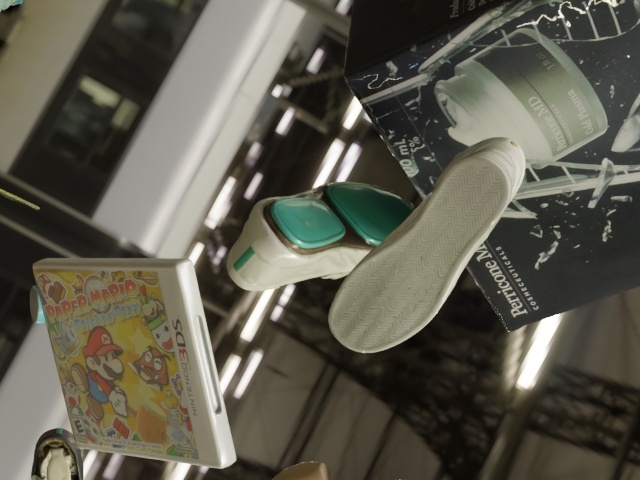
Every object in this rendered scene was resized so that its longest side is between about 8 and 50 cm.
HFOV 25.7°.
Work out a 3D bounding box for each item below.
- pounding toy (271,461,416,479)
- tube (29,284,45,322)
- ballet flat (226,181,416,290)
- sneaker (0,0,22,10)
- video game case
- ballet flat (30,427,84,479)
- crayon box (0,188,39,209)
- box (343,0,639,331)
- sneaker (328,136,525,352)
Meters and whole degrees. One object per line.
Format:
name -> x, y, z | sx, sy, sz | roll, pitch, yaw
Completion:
pounding toy -> 0.085, 0.305, 1.406 | 0.154, 0.269, 0.155 | -29, -161, 29
tube -> -0.301, 0.084, 1.974 | 0.052, 0.207, 0.080 | -118, -145, -44
ballet flat -> 0.000, 0.000, 1.912 | 0.139, 0.139, 0.400 | -56, 158, 21
sneaker -> -0.520, -0.319, 1.872 | 0.319, 0.208, 0.127 | -54, -143, 5
video game case -> -0.189, 0.118, 1.397 | 0.227, 0.206, 0.026 | -1, -164, 43
ballet flat -> -0.288, 0.305, 1.537 | 0.074, 0.074, 0.203 | 143, -54, -65
crayon box -> -0.475, -0.069, 1.491 | 0.081, 0.318, 0.202 | -68, -158, -2
box -> 0.353, -0.200, 1.819 | 0.471, 0.480, 0.297 | -21, -146, 24
sneaker -> 0.135, 0.003, 1.632 | 0.292, 0.108, 0.169 | -48, 177, 25
